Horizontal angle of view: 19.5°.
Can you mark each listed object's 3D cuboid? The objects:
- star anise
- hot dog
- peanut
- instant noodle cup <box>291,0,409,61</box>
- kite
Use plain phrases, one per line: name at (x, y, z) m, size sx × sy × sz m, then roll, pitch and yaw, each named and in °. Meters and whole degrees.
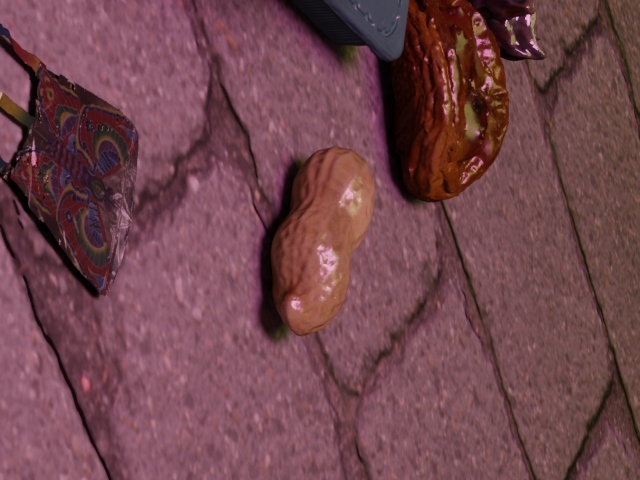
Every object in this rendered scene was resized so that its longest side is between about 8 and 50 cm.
star anise at (0.170, -0.304, 1.988) m, size 0.223 × 0.109 × 0.236 m, roll -65°, pitch 140°, yaw -68°
hot dog at (0.122, -0.155, 1.872) m, size 0.160 × 0.099 × 0.226 m, roll -15°, pitch 94°, yaw -62°
peanut at (0.000, 0.000, 1.622) m, size 0.082 × 0.082 × 0.187 m, roll 57°, pitch 37°, yaw -39°
instant noodle cup at (0.017, -0.261, 1.726) m, size 0.179 × 0.070 × 0.157 m, roll 39°, pitch 51°, yaw -53°
kite at (-0.209, -0.087, 1.317) m, size 0.285 × 0.015 × 0.152 m, roll 51°, pitch 38°, yaw -49°
